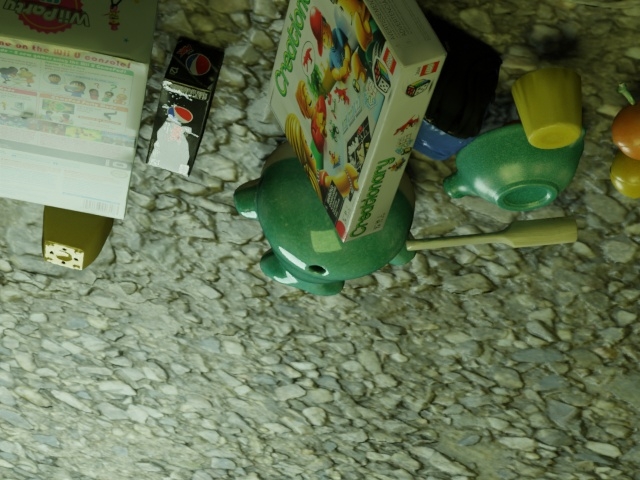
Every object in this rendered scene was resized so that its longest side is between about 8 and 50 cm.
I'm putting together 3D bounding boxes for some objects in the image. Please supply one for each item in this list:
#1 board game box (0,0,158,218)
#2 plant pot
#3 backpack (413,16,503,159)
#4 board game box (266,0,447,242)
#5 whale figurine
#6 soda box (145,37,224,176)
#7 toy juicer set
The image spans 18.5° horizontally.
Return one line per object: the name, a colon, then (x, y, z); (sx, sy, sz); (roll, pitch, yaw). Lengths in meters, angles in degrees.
board game box: (-0.300, -0.157, 2.110); (0.224, 0.097, 0.303); (10, 149, -6)
plant pot: (-0.296, -0.014, 2.350); (0.081, 0.083, 0.081); (15, 148, -1)
backpack: (0.118, -0.140, 1.965); (0.098, 0.120, 0.101); (24, 146, -15)
board game box: (0.029, -0.159, 1.922); (0.053, 0.193, 0.305); (-18, 153, -21)
whale figurine: (0.000, 0.000, 2.200); (0.216, 0.141, 0.272); (18, 147, -6)
soda box: (-0.147, -0.142, 2.122); (0.053, 0.060, 0.169); (18, 148, -3)
toy juicer set: (0.241, -0.080, 2.052); (0.209, 0.089, 0.329); (4, 153, -22)
